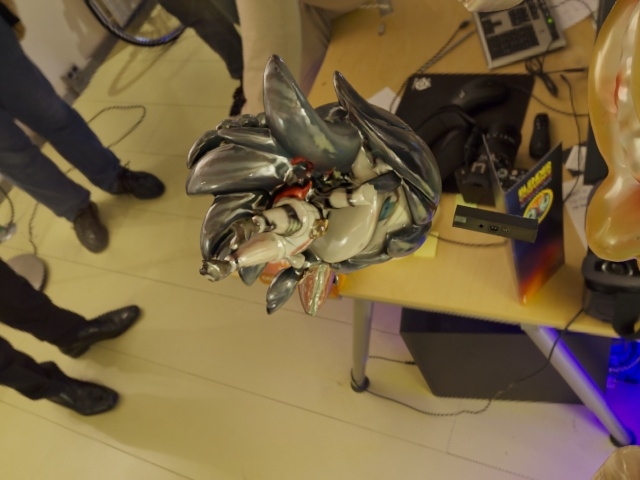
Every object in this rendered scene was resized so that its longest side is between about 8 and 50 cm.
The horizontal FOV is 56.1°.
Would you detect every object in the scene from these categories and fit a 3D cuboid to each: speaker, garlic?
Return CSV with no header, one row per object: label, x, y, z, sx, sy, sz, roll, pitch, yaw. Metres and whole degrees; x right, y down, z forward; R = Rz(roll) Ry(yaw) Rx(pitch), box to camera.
speaker,0.410,-0.040,1.413,0.190,0.040,0.046,12,41,14
garlic,0.503,0.420,0.981,0.110,0.228,0.217,39,104,10

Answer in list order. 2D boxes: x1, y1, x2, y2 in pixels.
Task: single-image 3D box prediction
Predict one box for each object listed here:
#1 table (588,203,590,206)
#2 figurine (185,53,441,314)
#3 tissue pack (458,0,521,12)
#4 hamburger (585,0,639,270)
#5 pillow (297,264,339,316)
table,0.746,-0.065,1.197,0.317,0.317,0.249,-37,88,-4
figurine,-0.005,-0.048,0.547,0.175,0.264,0.197,-22,67,36
tissue pack,0.239,-0.331,0.475,0.071,0.325,0.170,48,40,3
hamburger,0.336,-0.105,0.454,0.260,0.186,0.303,17,90,2
pillow,0.000,0.000,0.877,0.075,0.179,0.171,6,22,-10
